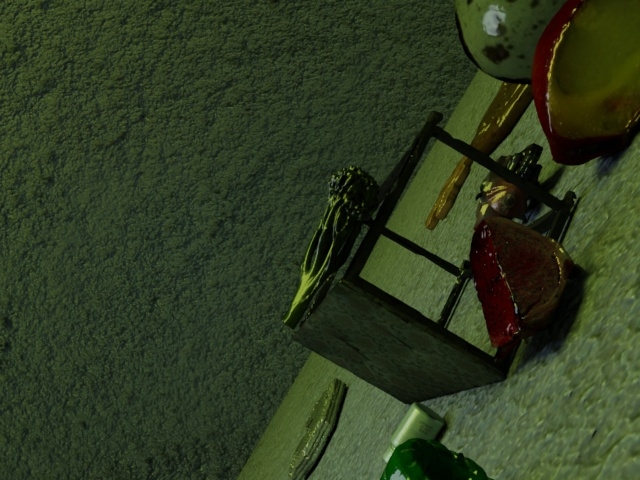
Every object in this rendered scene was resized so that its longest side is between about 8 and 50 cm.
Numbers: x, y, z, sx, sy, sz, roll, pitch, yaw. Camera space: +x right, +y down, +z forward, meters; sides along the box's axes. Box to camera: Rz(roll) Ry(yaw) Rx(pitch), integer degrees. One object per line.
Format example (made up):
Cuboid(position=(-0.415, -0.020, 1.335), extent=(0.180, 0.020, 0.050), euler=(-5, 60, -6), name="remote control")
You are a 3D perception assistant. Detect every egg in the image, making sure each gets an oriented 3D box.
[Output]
Cuboid(position=(0.391, -0.436, 1.072), extent=(0.379, 0.288, 0.287), euler=(-50, 5, 25), name="egg")

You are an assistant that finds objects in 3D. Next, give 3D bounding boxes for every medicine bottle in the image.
Cuboid(position=(0.118, 0.252, 0.831), extent=(0.083, 0.047, 0.047), euler=(-60, 1, 5), name="medicine bottle")

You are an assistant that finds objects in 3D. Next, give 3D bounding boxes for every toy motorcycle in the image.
Cuboid(position=(0.288, -0.066, 1.033), extent=(0.118, 0.084, 0.212), euler=(-61, -6, -22), name="toy motorcycle")

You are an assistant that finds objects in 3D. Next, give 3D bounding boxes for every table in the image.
Cuboid(position=(0.141, 0.046, 0.923), extent=(0.272, 0.222, 0.335), euler=(-61, 2, -22), name="table")

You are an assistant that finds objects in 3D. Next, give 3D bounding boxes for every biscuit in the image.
Cuboid(position=(-0.006, 0.442, 1.537), extent=(0.147, 0.046, 0.250), euler=(-58, 1, 25), name="biscuit")
Cuboid(position=(0.350, -0.139, 1.759), extent=(0.236, 0.040, 0.144), euler=(-62, 7, -26), name="biscuit")
Cuboid(position=(0.472, -0.352, 1.628), extent=(0.359, 0.046, 0.359), euler=(-60, 0, 0), name="biscuit")

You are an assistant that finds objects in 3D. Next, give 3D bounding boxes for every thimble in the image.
Cuboid(position=(0.097, 0.231, 0.536), extent=(0.090, 0.118, 0.130), euler=(-63, -18, 7), name="thimble")

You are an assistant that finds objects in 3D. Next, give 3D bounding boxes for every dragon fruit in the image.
Cuboid(position=(0.225, 0.049, 0.706), extent=(0.102, 0.096, 0.147), euler=(110, 154, -61), name="dragon fruit")

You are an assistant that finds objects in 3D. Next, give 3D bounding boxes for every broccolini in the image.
Cuboid(position=(0.014, 0.011, 0.759), extent=(0.091, 0.068, 0.202), euler=(19, 88, 60), name="broccolini")

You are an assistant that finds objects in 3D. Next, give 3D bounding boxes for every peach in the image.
Cuboid(position=(0.350, -0.224, 0.823), extent=(0.267, 0.159, 0.154), euler=(-61, -6, 12), name="peach")
